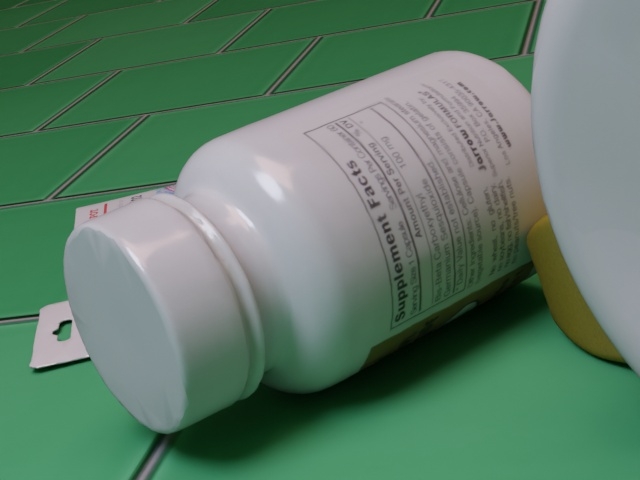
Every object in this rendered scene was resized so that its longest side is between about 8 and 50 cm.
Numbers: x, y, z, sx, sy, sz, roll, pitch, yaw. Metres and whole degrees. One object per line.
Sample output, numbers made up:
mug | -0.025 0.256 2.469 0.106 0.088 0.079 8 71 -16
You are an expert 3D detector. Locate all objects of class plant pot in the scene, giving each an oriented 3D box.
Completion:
plant pot | 0.144 0.008 0.605 0.081 0.082 0.083 -25 10 -31

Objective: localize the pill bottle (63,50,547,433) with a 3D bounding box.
pill bottle | 0.000 0.000 0.633 0.229 0.131 0.131 -25 23 -32

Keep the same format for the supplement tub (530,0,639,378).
supplement tub | 0.272 -0.072 0.498 0.331 0.241 0.241 -24 22 -30

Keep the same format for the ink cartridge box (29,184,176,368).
ink cartridge box | -0.087 0.010 0.765 0.181 0.062 0.104 -14 19 -4
